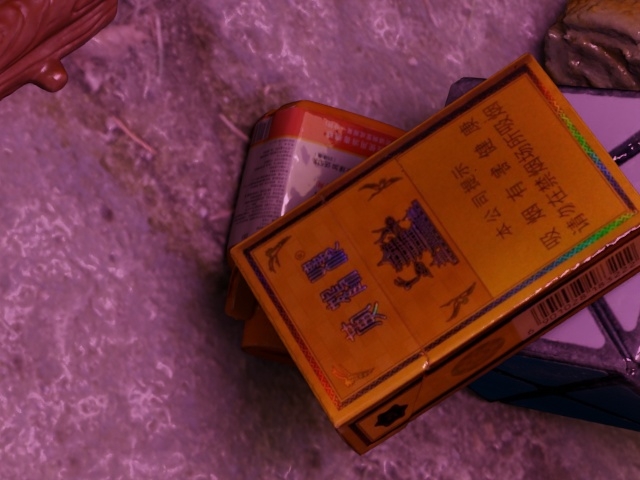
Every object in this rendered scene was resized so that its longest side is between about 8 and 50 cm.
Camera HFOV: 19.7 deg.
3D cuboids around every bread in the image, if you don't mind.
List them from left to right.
[{"bbox_3d":[0.339,-0.153,1.805,0.257,0.186,0.124,50,62,-22],"label":"bread"}]

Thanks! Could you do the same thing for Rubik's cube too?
[{"bbox_3d":[0.240,0.020,1.650,0.259,0.260,0.254,33,69,-52],"label":"Rubik's cube"}]

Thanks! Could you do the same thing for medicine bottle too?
[{"bbox_3d":[0.000,0.000,1.659,0.149,0.112,0.222,16,78,-22],"label":"medicine bottle"}]

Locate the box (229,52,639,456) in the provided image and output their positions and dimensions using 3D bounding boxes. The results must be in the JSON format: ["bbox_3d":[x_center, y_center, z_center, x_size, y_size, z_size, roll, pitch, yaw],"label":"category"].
[{"bbox_3d":[0.101,0.011,1.500,0.301,0.084,0.193,-33,58,2],"label":"box"}]

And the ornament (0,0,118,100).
[{"bbox_3d":[-0.296,-0.210,1.488,0.217,0.235,0.221,-38,146,-29],"label":"ornament"}]
